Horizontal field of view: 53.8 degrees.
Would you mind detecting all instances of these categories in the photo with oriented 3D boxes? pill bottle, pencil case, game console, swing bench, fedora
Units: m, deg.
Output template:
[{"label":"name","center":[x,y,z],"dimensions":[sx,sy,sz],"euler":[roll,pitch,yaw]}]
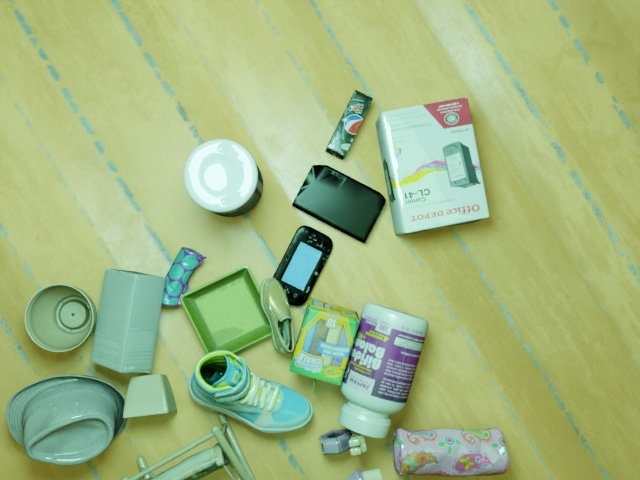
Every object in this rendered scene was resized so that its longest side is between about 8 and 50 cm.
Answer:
[{"label":"pill bottle","center":[-0.219,-0.137,1.488],"dimensions":[0.161,0.283,0.161],"euler":[0,89,-2]},{"label":"pencil case","center":[0.323,0.524,1.574],"dimensions":[0.284,0.124,0.124],"euler":[0,88,-3]},{"label":"game console","center":[0.000,0.000,1.612],"dimensions":[0.213,0.044,0.361],"euler":[27,88,-1]},{"label":"pencil case","center":[-0.352,0.092,1.587],"dimensions":[0.070,0.064,0.151],"euler":[26,88,15]},{"label":"swing bench","center":[-0.292,0.599,1.524],"dimensions":[0.253,0.165,0.254],"euler":[-29,90,-3]},{"label":"pill bottle","center":[0.145,0.316,1.544],"dimensions":[0.169,0.169,0.301],"euler":[17,87,-1]},{"label":"fedora","center":[-0.600,0.445,1.494],"dimensions":[0.275,0.124,0.243],"euler":[-5,114,-17]}]

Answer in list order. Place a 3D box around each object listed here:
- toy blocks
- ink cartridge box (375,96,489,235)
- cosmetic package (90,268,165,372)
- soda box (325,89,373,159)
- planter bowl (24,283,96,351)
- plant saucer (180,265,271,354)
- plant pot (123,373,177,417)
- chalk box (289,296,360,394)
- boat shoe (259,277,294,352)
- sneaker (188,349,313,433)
[{"label":"toy blocks","center":[0.009,0.635,1.470],"dimensions":[0.260,0.288,0.309],"euler":[-11,92,-8]},{"label":"ink cartridge box","center":[0.277,-0.182,1.584],"dimensions":[0.226,0.131,0.306],"euler":[-11,87,-2]},{"label":"cosmetic package","center":[-0.469,0.192,1.540],"dimensions":[0.127,0.107,0.238],"euler":[10,86,36]},{"label":"soda box","center":[0.073,-0.295,1.615],"dimensions":[0.053,0.060,0.169],"euler":[26,87,-2]},{"label":"planter bowl","center":[-0.624,0.186,1.552],"dimensions":[0.162,0.109,0.162],"euler":[0,88,-3]},{"label":"plant saucer","center":[-0.228,0.181,1.590],"dimensions":[0.188,0.045,0.188],"euler":[-25,96,-3]},{"label":"plant pot","center":[-0.422,0.383,1.560],"dimensions":[0.109,0.109,0.096],"euler":[-6,77,-2]},{"label":"chalk box","center":[0.002,0.267,1.554],"dimensions":[0.132,0.132,0.213],"euler":[17,94,-2]},{"label":"boat shoe","center":[-0.095,0.183,1.547],"dimensions":[0.068,0.072,0.190],"euler":[-19,97,-25]},{"label":"sneaker","center":[-0.164,0.362,1.504],"dimensions":[0.319,0.208,0.127],"euler":[15,60,-2]}]
